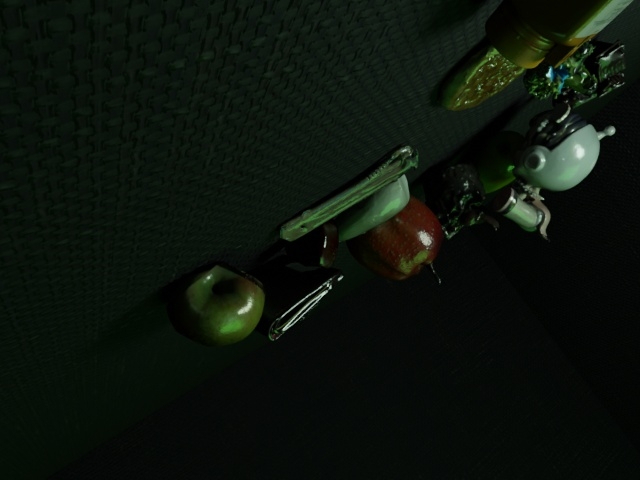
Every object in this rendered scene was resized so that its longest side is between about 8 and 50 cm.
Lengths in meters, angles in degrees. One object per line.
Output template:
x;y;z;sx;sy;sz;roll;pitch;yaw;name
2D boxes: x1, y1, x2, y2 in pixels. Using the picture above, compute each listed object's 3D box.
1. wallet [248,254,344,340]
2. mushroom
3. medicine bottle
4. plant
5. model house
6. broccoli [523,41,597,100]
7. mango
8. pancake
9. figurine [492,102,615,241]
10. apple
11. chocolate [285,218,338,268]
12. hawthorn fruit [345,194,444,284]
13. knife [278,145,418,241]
-0.102;0.124;1.367;0.221;0.071;0.262;11;-143;45;wallet
0.103;-0.070;1.399;0.270;0.103;0.118;-34;-174;27;mushroom
0.330;-0.345;0.746;0.112;0.149;0.222;-27;167;-37;medicine bottle
0.416;-0.121;1.704;0.204;0.234;0.178;-21;-178;36;plant
0.731;-0.444;1.532;0.203;0.141;0.164;-34;180;12;model house
0.520;-0.363;1.197;0.167;0.160;0.154;-58;174;33;broccoli
0.565;-0.243;1.853;0.192;0.156;0.343;-20;169;-15;mango
0.354;-0.346;1.088;0.282;0.049;0.282;-30;170;-6;pancake
0.652;-0.201;1.620;0.361;0.211;0.253;-66;173;14;figurine
-0.221;0.142;1.196;0.207;0.173;0.188;-11;156;-26;apple
-0.027;0.015;1.353;0.149;0.125;0.080;-35;153;26;chocolate
0.226;0.013;1.567;0.254;0.300;0.254;-36;169;-8;hawthorn fruit
0.061;-0.107;1.270;0.365;0.043;0.089;-31;135;-5;knife
